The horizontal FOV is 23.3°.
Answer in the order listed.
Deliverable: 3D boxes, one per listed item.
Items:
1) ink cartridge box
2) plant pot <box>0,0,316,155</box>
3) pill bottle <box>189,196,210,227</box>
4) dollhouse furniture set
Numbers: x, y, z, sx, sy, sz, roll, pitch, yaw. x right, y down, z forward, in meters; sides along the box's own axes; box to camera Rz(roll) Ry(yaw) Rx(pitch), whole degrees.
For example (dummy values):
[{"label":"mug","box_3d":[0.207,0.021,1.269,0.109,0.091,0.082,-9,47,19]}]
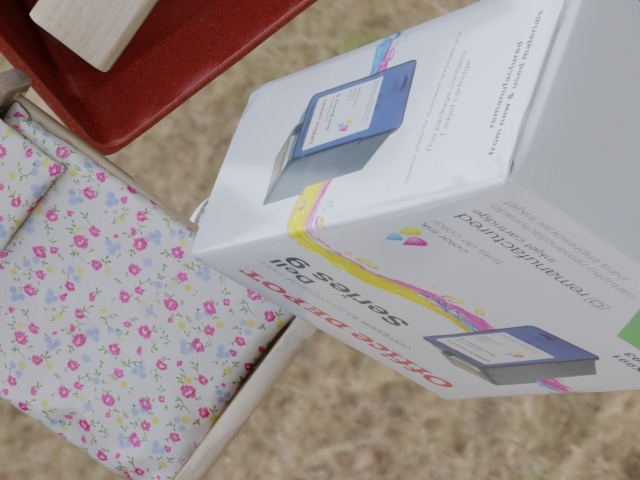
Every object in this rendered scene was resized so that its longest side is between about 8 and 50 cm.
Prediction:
[{"label":"ink cartridge box","box_3d":[0.072,-0.009,0.616,0.212,0.154,0.093,-9,54,56]},{"label":"plant pot","box_3d":[-0.131,-0.263,0.910,0.267,0.267,0.235,-37,55,0]},{"label":"pill bottle","box_3d":[0.000,0.000,1.174,0.208,0.119,0.119,-15,56,47]},{"label":"dollhouse furniture set","box_3d":[-0.096,0.097,0.698,0.355,0.303,0.174,-55,0,13]}]
